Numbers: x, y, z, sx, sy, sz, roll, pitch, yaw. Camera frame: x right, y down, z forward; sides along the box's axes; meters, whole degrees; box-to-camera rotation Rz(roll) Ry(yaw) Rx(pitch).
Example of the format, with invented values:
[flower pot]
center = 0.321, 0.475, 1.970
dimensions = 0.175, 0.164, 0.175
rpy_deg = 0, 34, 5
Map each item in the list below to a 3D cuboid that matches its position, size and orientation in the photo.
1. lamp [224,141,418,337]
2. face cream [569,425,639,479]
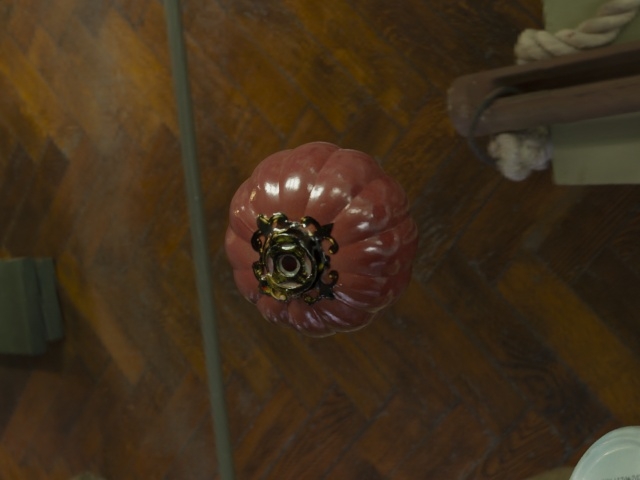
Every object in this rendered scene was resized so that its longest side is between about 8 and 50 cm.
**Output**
[lamp]
center = 0.000, 0.000, 0.548
dimensions = 0.107, 0.092, 0.108
rpy_deg = 6, 109, 19
[face cream]
center = 0.162, 0.112, 0.319
dimensions = 0.072, 0.182, 0.051
rpy_deg = -36, 31, 57
